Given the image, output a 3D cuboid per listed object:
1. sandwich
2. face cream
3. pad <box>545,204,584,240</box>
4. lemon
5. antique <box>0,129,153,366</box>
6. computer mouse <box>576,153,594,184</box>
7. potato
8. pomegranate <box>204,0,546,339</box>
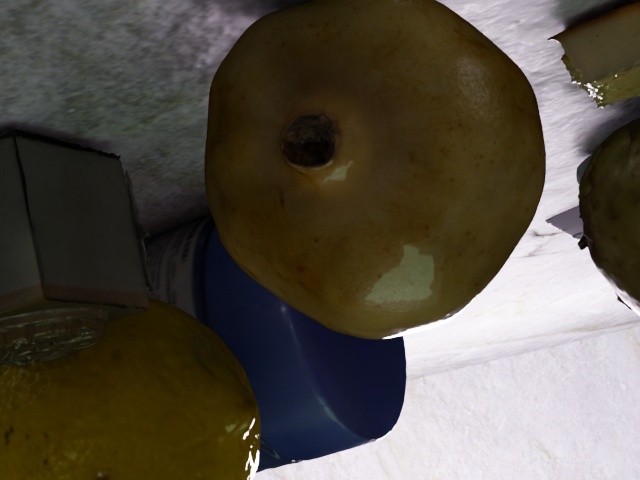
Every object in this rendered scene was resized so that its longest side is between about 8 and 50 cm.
[{"bbox_3d":[0.269,-0.150,1.237,0.162,0.058,0.193,-20,170,33],"label":"sandwich"},{"bbox_3d":[-0.070,0.094,1.485,0.225,0.249,0.249,-17,169,25],"label":"face cream"},{"bbox_3d":[0.423,-0.003,1.995,0.243,0.004,0.163,28,144,-33],"label":"pad"},{"bbox_3d":[-0.164,0.159,1.278,0.253,0.228,0.228,-20,168,10],"label":"lemon"},{"bbox_3d":[-0.223,0.013,1.149,0.152,0.148,0.146,-17,167,24],"label":"antique"},{"bbox_3d":[0.298,-0.078,1.681,0.055,0.032,0.110,-15,179,3],"label":"computer mouse"},{"bbox_3d":[0.382,-0.062,1.527,0.299,0.196,0.246,-42,156,-6],"label":"potato"},{"bbox_3d":[0.032,-0.053,1.003,0.233,0.233,0.233,-14,169,-3],"label":"pomegranate"}]
